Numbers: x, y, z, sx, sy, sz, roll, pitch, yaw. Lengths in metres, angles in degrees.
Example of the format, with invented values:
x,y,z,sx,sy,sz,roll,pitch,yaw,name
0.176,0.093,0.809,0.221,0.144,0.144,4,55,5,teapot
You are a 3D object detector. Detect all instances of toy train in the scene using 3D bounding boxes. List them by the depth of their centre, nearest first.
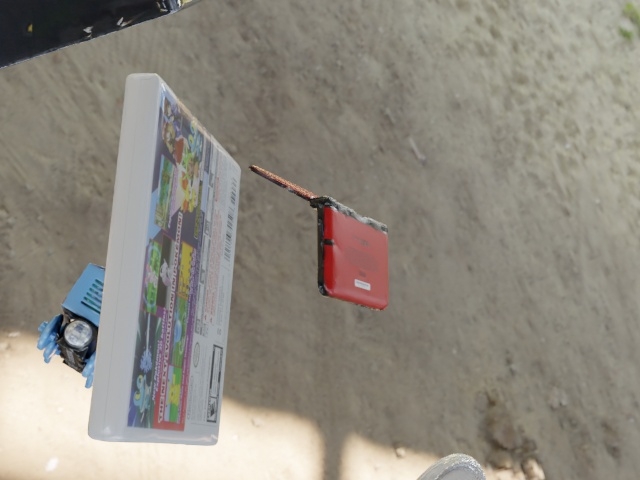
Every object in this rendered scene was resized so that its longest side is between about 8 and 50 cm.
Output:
x,y,z,sx,sy,sz,roll,pitch,yaw,name
-0.241,0.094,1.041,0.080,0.184,0.105,33,71,-1,toy train

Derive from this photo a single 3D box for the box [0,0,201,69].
x,y,z,sx,sy,sz,roll,pitch,yaw,name
-0.222,-0.348,0.912,0.395,0.211,0.294,-68,141,-69,box

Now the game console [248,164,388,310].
x,y,z,sx,sy,sz,roll,pitch,yaw,name
0.000,0.000,0.906,0.144,0.085,0.124,21,67,-62,game console

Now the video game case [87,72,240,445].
x,y,z,sx,sy,sz,roll,pitch,yaw,name
-0.090,0.024,0.607,0.183,0.023,0.201,51,42,-74,video game case

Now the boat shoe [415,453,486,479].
x,y,z,sx,sy,sz,roll,pitch,yaw,name
0.079,0.235,0.768,0.066,0.063,0.184,46,59,9,boat shoe
